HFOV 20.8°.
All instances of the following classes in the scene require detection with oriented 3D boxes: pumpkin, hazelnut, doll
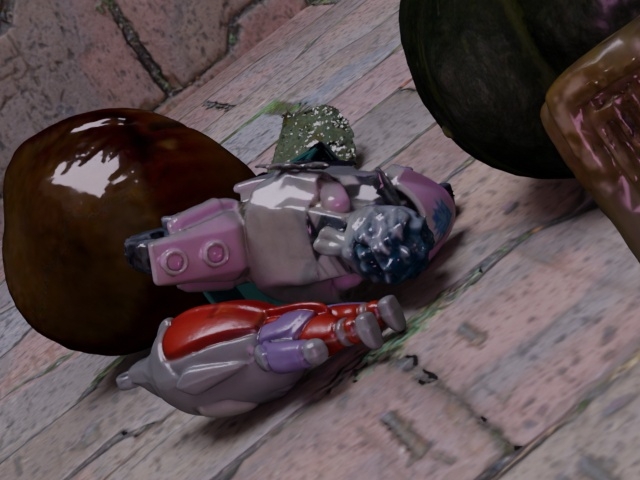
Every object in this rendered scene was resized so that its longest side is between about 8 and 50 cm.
[{"bbox_3d":[0.184,-0.173,1.109,0.300,0.207,0.300,-34,13,9],"label":"pumpkin"},{"bbox_3d":[-0.152,-0.008,1.486,0.229,0.229,0.229,-35,12,9],"label":"hazelnut"},{"bbox_3d":[-0.049,0.073,1.150,0.227,0.075,0.102,-17,7,32],"label":"doll"}]

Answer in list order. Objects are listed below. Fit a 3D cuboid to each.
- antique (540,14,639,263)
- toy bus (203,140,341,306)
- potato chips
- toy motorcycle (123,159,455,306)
[{"bbox_3d":[0.227,-0.077,0.842,0.125,0.150,0.284,-29,6,34],"label":"antique"},{"bbox_3d":[-0.029,-0.002,1.369,0.092,0.079,0.160,-29,16,34],"label":"toy bus"},{"bbox_3d":[-0.039,-0.061,1.666,0.167,0.059,0.228,-50,15,-14],"label":"potato chips"},{"bbox_3d":[-0.001,-0.006,1.186,0.239,0.108,0.204,-26,15,-13],"label":"toy motorcycle"}]
